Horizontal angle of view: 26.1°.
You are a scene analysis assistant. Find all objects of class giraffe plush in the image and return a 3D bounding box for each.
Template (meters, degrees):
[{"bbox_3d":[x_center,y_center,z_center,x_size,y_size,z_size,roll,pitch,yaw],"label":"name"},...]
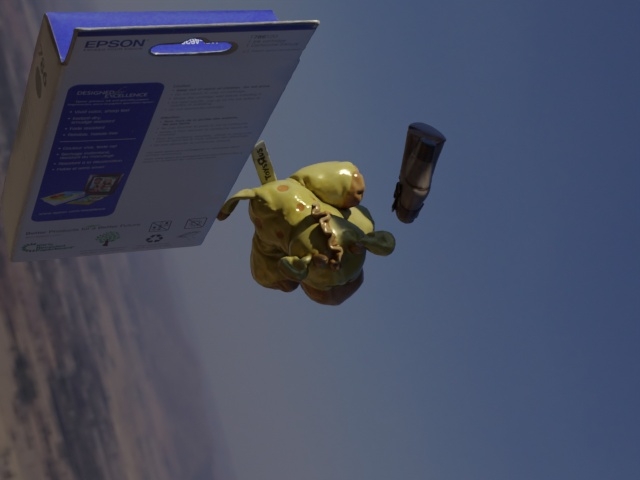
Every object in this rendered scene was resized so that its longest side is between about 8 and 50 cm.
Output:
[{"bbox_3d":[0.000,0.000,1.595,0.210,0.181,0.170,50,-1,-42],"label":"giraffe plush"}]

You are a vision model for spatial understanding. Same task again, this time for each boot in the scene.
[{"bbox_3d":[0.095,-0.068,1.411,0.118,0.042,0.087,-68,176,-72],"label":"boot"}]

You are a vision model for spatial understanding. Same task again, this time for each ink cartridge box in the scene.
[{"bbox_3d":[-0.128,-0.085,0.995,0.332,0.165,0.065,128,-47,-58],"label":"ink cartridge box"}]
